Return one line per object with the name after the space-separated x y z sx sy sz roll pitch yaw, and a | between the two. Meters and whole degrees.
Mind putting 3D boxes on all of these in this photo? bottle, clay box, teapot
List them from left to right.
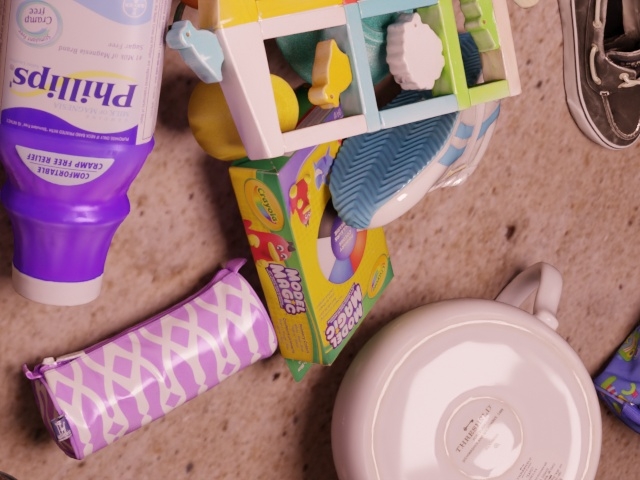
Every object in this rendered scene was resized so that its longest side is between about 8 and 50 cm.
-0.174 -0.093 1.138 0.118 0.092 0.282 9 111 -3 | bottle
0.000 0.000 1.313 0.127 0.053 0.222 -52 138 -42 | clay box
0.119 0.163 1.435 0.256 0.187 0.252 -10 92 -13 | teapot

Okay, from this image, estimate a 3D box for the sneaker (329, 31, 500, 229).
0.088 -0.075 1.307 0.228 0.087 0.092 -50 140 -37 | sneaker

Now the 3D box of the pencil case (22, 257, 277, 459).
-0.136 0.096 1.283 0.206 0.086 0.088 -27 100 -23 | pencil case

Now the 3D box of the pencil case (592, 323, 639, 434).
0.392 0.061 1.606 0.306 0.119 0.133 -59 160 4 | pencil case

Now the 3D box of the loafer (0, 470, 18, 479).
-0.279 0.208 1.233 0.096 0.084 0.267 -42 130 -11 | loafer

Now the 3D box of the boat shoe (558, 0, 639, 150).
0.263 -0.167 1.434 0.078 0.070 0.219 -33 128 -18 | boat shoe

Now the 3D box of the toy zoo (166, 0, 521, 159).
0.018 -0.172 1.169 0.293 0.030 0.192 -16 99 -35 | toy zoo

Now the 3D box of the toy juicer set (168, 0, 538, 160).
0.008 -0.215 1.236 0.329 0.089 0.209 -31 107 -31 | toy juicer set
